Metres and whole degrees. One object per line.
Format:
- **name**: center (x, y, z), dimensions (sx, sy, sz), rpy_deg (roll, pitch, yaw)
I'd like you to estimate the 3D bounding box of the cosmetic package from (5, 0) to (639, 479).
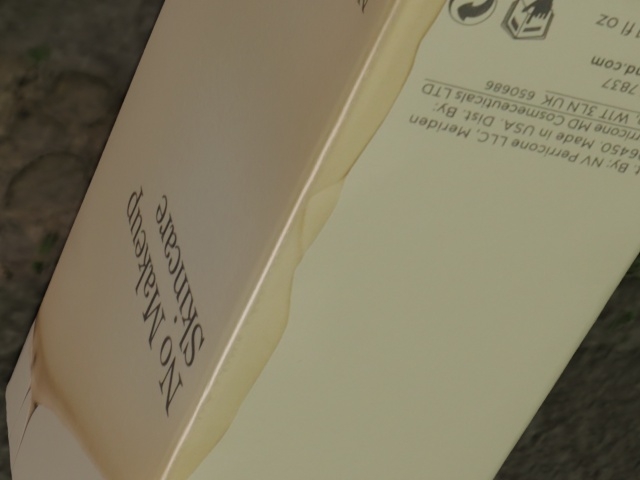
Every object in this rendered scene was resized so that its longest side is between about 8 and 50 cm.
- **cosmetic package**: center (0.000, 0.000, 0.583), dimensions (0.113, 0.160, 0.309), rpy_deg (12, 125, -24)
